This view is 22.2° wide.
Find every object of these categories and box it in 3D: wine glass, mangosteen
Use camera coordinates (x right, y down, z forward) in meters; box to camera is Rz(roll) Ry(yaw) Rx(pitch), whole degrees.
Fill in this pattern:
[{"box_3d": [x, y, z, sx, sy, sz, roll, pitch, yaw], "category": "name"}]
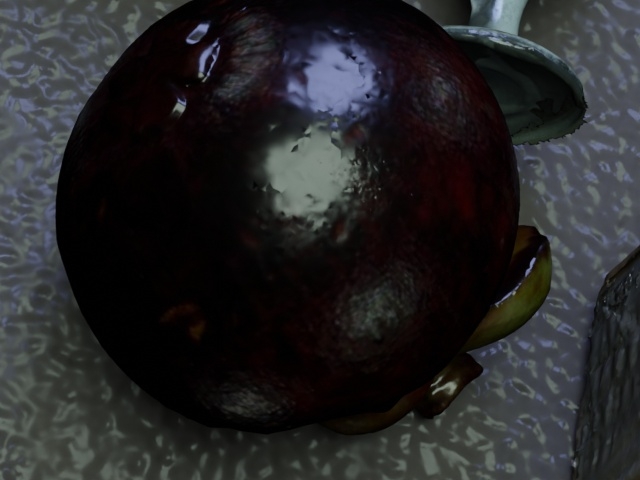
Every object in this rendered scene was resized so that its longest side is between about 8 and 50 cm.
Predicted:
[{"box_3d": [0.112, -0.183, 0.919, 0.126, 0.126, 0.241, 17, 67, -5], "category": "wine glass"}, {"box_3d": [0.000, 0.000, 0.790, 0.265, 0.228, 0.228, 46, 59, -37], "category": "mangosteen"}]

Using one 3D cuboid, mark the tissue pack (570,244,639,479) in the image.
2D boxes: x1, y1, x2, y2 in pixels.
[{"box_3d": [0.298, 0.113, 0.788, 0.305, 0.238, 0.238, 11, 67, -8], "category": "tissue pack"}]
